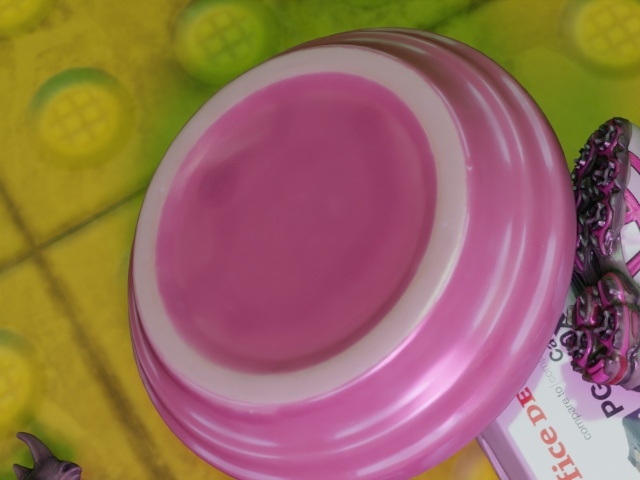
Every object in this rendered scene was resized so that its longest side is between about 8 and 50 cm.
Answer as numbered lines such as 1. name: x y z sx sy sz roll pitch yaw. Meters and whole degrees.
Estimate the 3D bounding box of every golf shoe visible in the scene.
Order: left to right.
1. golf shoe: 0.201 0.011 0.965 0.086 0.067 0.186 13 64 -20

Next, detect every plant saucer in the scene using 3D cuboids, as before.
1. plant saucer: 0.000 0.000 1.003 0.332 0.084 0.332 -12 65 27

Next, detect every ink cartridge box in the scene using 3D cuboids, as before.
1. ink cartridge box: 0.224 0.094 1.013 0.237 0.100 0.172 -28 70 -6

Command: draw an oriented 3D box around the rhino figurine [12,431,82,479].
1. rhino figurine: -0.190 0.243 1.004 0.106 0.073 0.243 -8 69 -2
